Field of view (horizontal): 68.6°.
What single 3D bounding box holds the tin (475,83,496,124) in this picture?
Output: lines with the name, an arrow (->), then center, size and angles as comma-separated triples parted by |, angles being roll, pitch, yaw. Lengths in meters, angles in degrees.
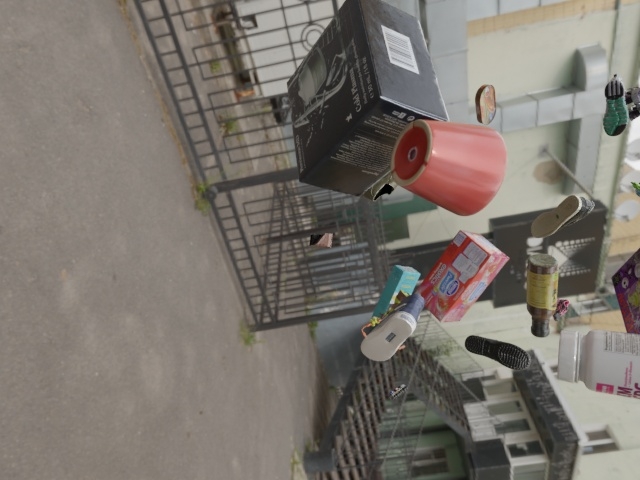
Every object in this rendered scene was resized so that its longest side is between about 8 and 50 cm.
tin -> 0.750, -0.617, 2.135 | 0.040, 0.106, 0.190 | 28, -28, 43

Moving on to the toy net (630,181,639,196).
toy net -> 1.335, -0.164, 1.838 | 0.122, 0.045, 0.232 | 34, 12, -46

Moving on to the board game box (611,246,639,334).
board game box -> 1.002, 0.200, 1.434 | 0.208, 0.056, 0.347 | 88, 10, -50

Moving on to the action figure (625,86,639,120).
action figure -> 1.270, -0.549, 1.712 | 0.185, 0.285, 0.099 | 49, 54, -21

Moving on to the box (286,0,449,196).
box -> 0.134, -0.491, 1.644 | 0.472, 0.297, 0.480 | -40, -130, 48

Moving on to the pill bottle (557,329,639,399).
pill bottle -> 0.764, 0.314, 1.193 | 0.160, 0.283, 0.160 | -9, 100, -59

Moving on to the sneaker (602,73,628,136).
sneaker -> 1.119, -0.509, 1.771 | 0.098, 0.083, 0.224 | -51, 134, -38

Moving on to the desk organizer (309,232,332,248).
desk organizer -> 0.000, 0.000, 1.517 | 0.130, 0.050, 0.047 | 166, -69, -79

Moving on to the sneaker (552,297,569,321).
sneaker -> 1.083, 0.311, 2.107 | 0.047, 0.057, 0.119 | 40, 66, -22

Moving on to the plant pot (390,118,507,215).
plant pot -> 0.357, -0.226, 1.372 | 0.275, 0.243, 0.275 | -34, -129, 56

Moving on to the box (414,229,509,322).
box -> 0.417, 0.110, 1.403 | 0.128, 0.122, 0.257 | 49, -61, 38

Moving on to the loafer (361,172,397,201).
loafer -> 0.280, -0.227, 1.897 | 0.087, 0.251, 0.094 | 52, -12, 33

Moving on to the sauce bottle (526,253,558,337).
sauce bottle -> 0.858, 0.220, 1.824 | 0.111, 0.111, 0.344 | -90, 169, -62

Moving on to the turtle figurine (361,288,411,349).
turtle figurine -> 0.266, 0.288, 1.706 | 0.269, 0.217, 0.087 | 31, 8, -39

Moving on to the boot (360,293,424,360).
boot -> 0.159, 0.190, 1.012 | 0.086, 0.069, 0.190 | -46, 176, -42

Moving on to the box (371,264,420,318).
box -> 0.301, 0.222, 1.878 | 0.060, 0.100, 0.244 | 41, -64, 50

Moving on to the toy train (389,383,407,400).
toy train -> 0.335, 0.655, 2.036 | 0.036, 0.027, 0.158 | 39, 20, 24

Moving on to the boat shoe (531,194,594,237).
boat shoe -> 0.800, -0.069, 1.565 | 0.233, 0.079, 0.084 | 125, -38, -58

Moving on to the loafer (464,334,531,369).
loafer -> 0.606, 0.373, 1.607 | 0.078, 0.220, 0.080 | 10, 100, -75
